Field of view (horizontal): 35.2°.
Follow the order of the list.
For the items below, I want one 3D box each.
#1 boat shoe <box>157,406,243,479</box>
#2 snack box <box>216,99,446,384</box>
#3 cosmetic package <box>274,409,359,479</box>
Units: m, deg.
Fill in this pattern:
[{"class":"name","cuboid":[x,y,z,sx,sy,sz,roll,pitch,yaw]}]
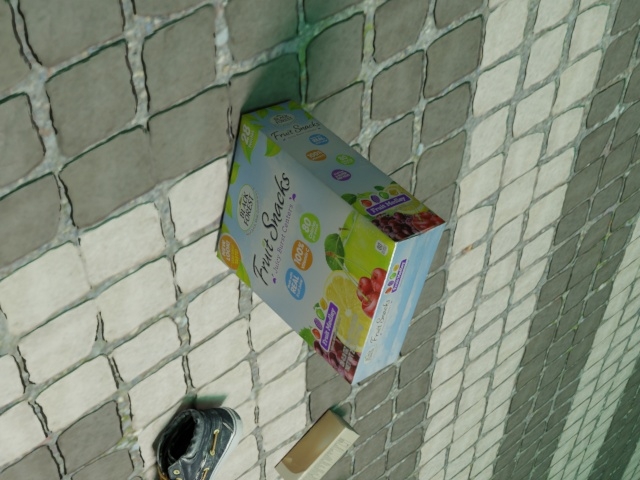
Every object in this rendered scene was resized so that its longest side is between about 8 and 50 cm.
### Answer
[{"class":"boat shoe","cuboid":[-0.166,0.273,1.175,0.083,0.065,0.183,17,102,-53]},{"class":"snack box","cuboid":[0.000,0.000,0.927,0.070,0.207,0.174,-21,139,-37]},{"class":"cosmetic package","cuboid":[-0.004,0.299,1.424,0.115,0.041,0.060,-47,149,-2]}]
